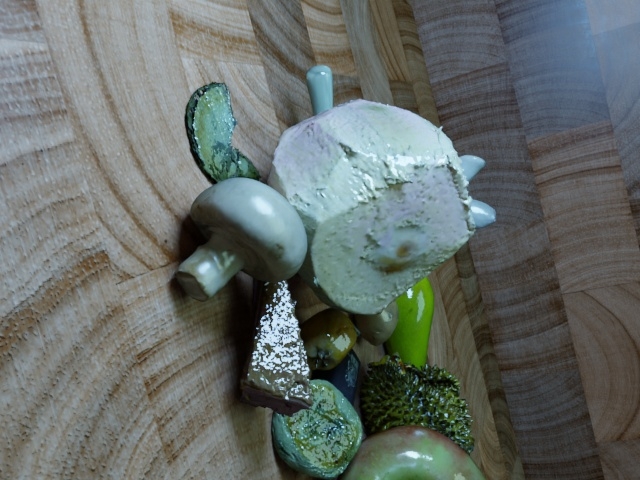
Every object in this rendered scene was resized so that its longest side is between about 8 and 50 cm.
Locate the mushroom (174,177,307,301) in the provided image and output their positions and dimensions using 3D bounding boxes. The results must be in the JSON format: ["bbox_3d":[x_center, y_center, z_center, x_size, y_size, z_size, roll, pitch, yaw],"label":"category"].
[{"bbox_3d":[-0.119,0.003,1.144,0.206,0.206,0.209,56,32,-41],"label":"mushroom"}]

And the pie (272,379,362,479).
[{"bbox_3d":[-0.003,0.344,1.328,0.186,0.041,0.187,16,58,-26],"label":"pie"}]

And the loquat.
[{"bbox_3d":[0.010,0.201,1.432,0.113,0.137,0.137,57,27,-12],"label":"loquat"}]

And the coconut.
[{"bbox_3d":[0.076,-0.080,1.407,0.404,0.404,0.405,43,41,-53],"label":"coconut"}]

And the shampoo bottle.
[{"bbox_3d":[0.032,0.293,1.503,0.098,0.071,0.310,54,31,-32],"label":"shampoo bottle"}]

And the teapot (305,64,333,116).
[{"bbox_3d":[0.018,-0.207,1.622,0.318,0.149,0.220,50,34,-49],"label":"teapot"}]

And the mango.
[{"bbox_3d":[0.231,0.218,1.922,0.175,0.142,0.294,2,87,-73],"label":"mango"}]

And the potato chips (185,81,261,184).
[{"bbox_3d":[-0.175,-0.178,1.325,0.220,0.029,0.202,58,30,-33],"label":"potato chips"}]

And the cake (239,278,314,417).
[{"bbox_3d":[-0.093,0.157,1.236,0.112,0.116,0.296,5,57,-20],"label":"cake"}]

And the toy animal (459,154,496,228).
[{"bbox_3d":[0.253,-0.096,1.859,0.241,0.367,0.196,-67,142,-72],"label":"toy animal"}]

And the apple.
[{"bbox_3d":[0.180,0.528,1.441,0.277,0.318,0.320,99,-14,-74],"label":"apple"}]

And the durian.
[{"bbox_3d":[0.220,0.410,1.687,0.293,0.258,0.258,51,31,-18],"label":"durian"}]

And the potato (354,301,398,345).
[{"bbox_3d":[0.130,0.177,1.749,0.112,0.112,0.147,43,33,-53],"label":"potato"}]
